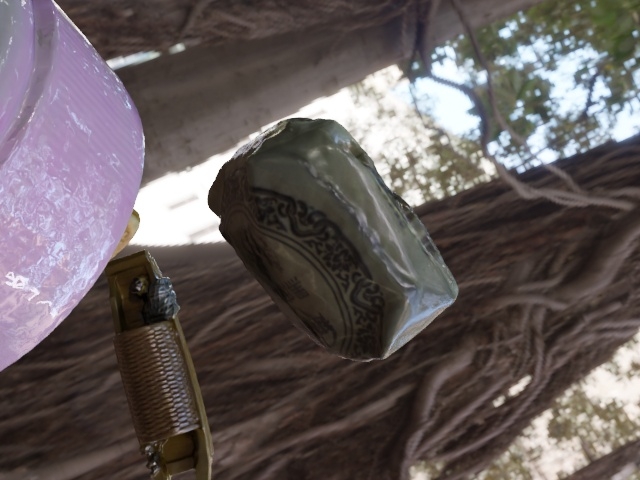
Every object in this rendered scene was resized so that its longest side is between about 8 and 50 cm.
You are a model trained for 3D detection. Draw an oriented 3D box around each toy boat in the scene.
[{"bbox_3d":[-0.201,0.166,1.122,0.115,0.089,0.310,44,32,-85],"label":"toy boat"}]

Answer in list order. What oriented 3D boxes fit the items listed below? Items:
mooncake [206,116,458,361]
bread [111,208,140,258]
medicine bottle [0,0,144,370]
[{"bbox_3d":[-0.004,0.003,0.915,0.250,0.136,0.254,53,-19,-4],"label":"mooncake"},{"bbox_3d":[-0.191,0.005,0.715,0.024,0.110,0.110,58,-16,16],"label":"bread"},{"bbox_3d":[-0.230,-0.087,0.325,0.202,0.202,0.316,53,2,41],"label":"medicine bottle"}]
